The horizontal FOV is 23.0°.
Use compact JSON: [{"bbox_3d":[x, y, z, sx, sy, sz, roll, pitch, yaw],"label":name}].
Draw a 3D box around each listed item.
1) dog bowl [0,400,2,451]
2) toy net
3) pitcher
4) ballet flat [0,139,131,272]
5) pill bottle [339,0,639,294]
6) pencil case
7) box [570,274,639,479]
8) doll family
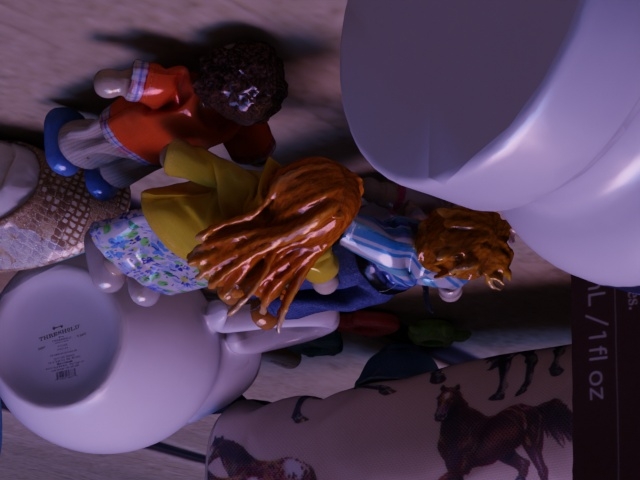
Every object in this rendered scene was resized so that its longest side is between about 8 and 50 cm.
[{"bbox_3d":[-0.242,0.086,0.892,0.074,0.165,0.297,-10,-175,-1],"label":"dog bowl"},{"bbox_3d":[-0.019,0.082,1.092,0.232,0.045,0.122,5,161,-8],"label":"toy net"},{"bbox_3d":[-0.092,0.059,0.949,0.178,0.125,0.207,-20,166,13],"label":"pitcher"},{"bbox_3d":[-0.200,-0.021,0.790,0.206,0.073,0.067,-6,145,13],"label":"ballet flat"},{"bbox_3d":[0.149,-0.048,0.533,0.265,0.153,0.153,14,158,-31],"label":"pill bottle"},{"bbox_3d":[0.126,0.143,1.011,0.410,0.183,0.160,-12,114,15],"label":"pencil case"},{"bbox_3d":[0.314,0.051,0.744,0.381,0.191,0.143,-10,156,31],"label":"box"},{"bbox_3d":[0.000,0.000,0.741,0.263,0.118,0.163,20,154,-41],"label":"doll family"}]
